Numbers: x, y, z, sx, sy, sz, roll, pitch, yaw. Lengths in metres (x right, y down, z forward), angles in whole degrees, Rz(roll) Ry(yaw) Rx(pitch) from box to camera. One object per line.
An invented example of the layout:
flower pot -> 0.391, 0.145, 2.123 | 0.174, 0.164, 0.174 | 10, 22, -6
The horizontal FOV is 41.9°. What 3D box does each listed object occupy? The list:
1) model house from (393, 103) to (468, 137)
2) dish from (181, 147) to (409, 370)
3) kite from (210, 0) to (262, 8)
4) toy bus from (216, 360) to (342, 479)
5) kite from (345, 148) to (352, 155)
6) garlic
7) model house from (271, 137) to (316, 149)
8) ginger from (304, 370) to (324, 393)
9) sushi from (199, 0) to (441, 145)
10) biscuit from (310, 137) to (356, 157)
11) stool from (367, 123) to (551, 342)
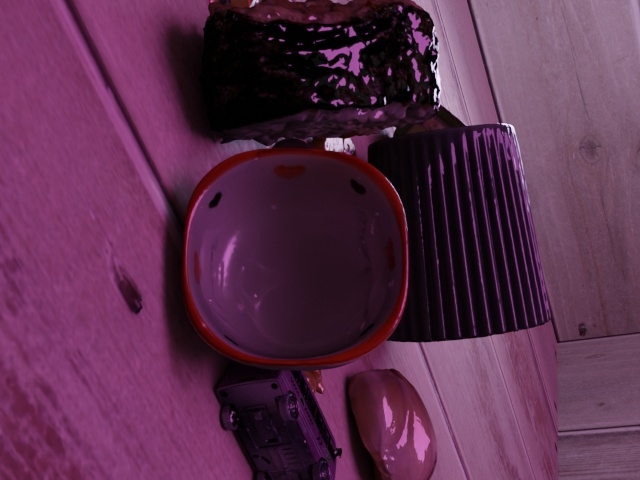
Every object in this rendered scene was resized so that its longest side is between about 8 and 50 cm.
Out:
model house -> 0.172, -0.102, 1.612 | 0.278, 0.218, 0.205 | -46, 173, -28
dish -> -0.028, 0.029, 0.907 | 0.117, 0.256, 0.256 | 99, -12, -72
kite -> -0.084, -0.325, 1.194 | 0.377, 0.013, 0.327 | 57, 30, -43
toy bus -> -0.042, 0.209, 0.956 | 0.098, 0.087, 0.178 | -71, 143, -58
kite -> 0.005, -0.084, 1.240 | 0.137, 0.005, 0.152 | 38, 64, -28
garlic -> 0.131, 0.312, 1.323 | 0.217, 0.110, 0.227 | 13, 68, -71
model house -> 0.006, -0.004, 1.117 | 0.188, 0.122, 0.229 | 69, 14, -55
ginger -> -0.050, 0.103, 1.033 | 0.176, 0.053, 0.193 | 44, 28, -73
sushi -> 0.006, -0.215, 1.038 | 0.350, 0.211, 0.170 | -12, 92, -41
biscuit -> 0.035, -0.054, 1.335 | 0.184, 0.035, 0.248 | -18, 96, -66
stool -> 0.221, -0.015, 1.409 | 0.297, 0.297, 0.330 | -12, 95, -69
